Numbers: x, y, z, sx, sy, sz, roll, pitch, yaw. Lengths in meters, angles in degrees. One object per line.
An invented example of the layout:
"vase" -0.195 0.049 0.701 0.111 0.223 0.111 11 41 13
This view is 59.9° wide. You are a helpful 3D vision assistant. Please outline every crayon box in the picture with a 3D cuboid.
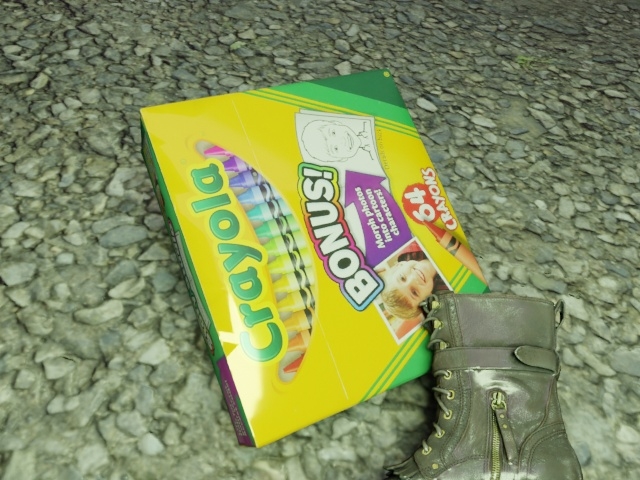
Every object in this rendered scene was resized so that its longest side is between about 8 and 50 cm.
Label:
"crayon box" 0.000 0.000 0.641 0.313 0.106 0.362 -17 77 -25

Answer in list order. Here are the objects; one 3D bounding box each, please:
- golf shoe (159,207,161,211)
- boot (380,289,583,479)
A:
"golf shoe" -0.070 -0.061 0.790 0.306 0.115 0.140 5 38 -16
"boot" 0.123 0.157 0.533 0.263 0.091 0.228 -3 60 -1
